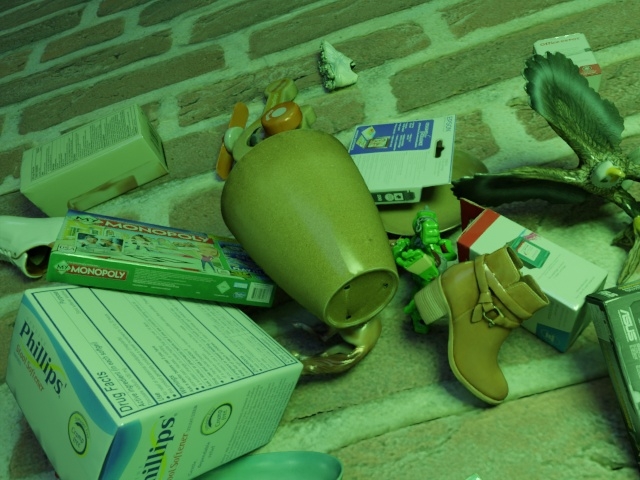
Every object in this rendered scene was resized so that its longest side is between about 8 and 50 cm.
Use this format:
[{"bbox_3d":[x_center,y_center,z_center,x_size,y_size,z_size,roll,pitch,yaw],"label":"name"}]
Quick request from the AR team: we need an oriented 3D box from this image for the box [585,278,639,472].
[{"bbox_3d":[0.440,0.150,0.578,0.183,0.056,0.231,-17,89,5],"label":"box"}]

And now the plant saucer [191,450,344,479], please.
[{"bbox_3d":[-0.125,0.314,0.584,0.317,0.317,0.044,-13,80,9],"label":"plant saucer"}]

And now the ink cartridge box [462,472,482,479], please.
[{"bbox_3d":[0.171,0.412,0.553,0.181,0.056,0.225,-31,49,-6],"label":"ink cartridge box"}]

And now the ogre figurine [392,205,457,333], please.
[{"bbox_3d":[0.159,0.037,0.766,0.096,0.197,0.118,-15,29,21],"label":"ogre figurine"}]

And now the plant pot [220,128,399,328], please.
[{"bbox_3d":[0.000,0.000,0.753,0.237,0.237,0.254,-29,50,-5],"label":"plant pot"}]

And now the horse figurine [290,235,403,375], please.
[{"bbox_3d":[0.043,0.111,0.811,0.174,0.066,0.263,-3,48,20],"label":"horse figurine"}]

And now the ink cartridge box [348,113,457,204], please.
[{"bbox_3d":[0.149,-0.152,0.942,0.208,0.045,0.206,-2,47,23],"label":"ink cartridge box"}]

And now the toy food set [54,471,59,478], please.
[{"bbox_3d":[-0.384,0.349,0.801,0.082,0.020,0.083,-18,51,5],"label":"toy food set"}]

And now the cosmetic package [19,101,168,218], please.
[{"bbox_3d":[-0.528,-0.183,1.178,0.296,0.129,0.153,-23,52,0],"label":"cosmetic package"}]

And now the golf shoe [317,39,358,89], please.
[{"bbox_3d":[0.042,-0.434,1.235,0.086,0.069,0.176,-5,53,-11],"label":"golf shoe"}]

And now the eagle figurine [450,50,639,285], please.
[{"bbox_3d":[0.379,-0.112,0.737,0.298,0.225,0.226,29,72,10],"label":"eagle figurine"}]

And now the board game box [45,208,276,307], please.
[{"bbox_3d":[-0.250,0.027,0.809,0.317,0.046,0.213,10,15,-24],"label":"board game box"}]

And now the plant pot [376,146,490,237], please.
[{"bbox_3d":[0.190,-0.086,0.917,0.236,0.032,0.236,-12,44,11],"label":"plant pot"}]

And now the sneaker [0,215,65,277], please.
[{"bbox_3d":[-0.659,0.018,1.083,0.290,0.106,0.123,-5,51,13],"label":"sneaker"}]

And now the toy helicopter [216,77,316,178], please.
[{"bbox_3d":[-0.119,-0.264,1.131,0.235,0.140,0.355,-16,40,18],"label":"toy helicopter"}]

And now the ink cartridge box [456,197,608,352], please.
[{"bbox_3d":[0.282,0.045,0.738,0.078,0.134,0.231,-43,53,-15],"label":"ink cartridge box"}]

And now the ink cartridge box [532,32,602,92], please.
[{"bbox_3d":[0.496,-0.350,1.014,0.099,0.056,0.135,-7,53,13],"label":"ink cartridge box"}]

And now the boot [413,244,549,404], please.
[{"bbox_3d":[0.233,0.115,0.660,0.152,0.197,0.073,-35,0,32],"label":"boot"}]

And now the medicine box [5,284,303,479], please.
[{"bbox_3d":[-0.224,0.182,0.691,0.263,0.289,0.149,33,112,34],"label":"medicine box"}]
